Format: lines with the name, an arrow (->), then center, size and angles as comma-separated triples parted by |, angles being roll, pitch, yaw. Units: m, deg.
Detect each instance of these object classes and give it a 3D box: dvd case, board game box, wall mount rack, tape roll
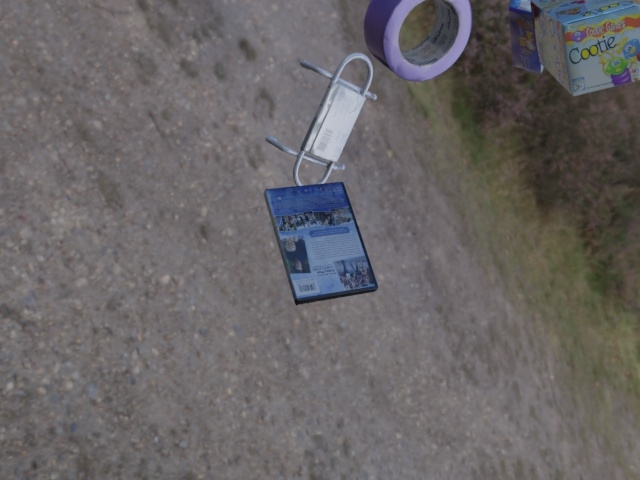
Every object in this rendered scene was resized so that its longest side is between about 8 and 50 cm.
dvd case -> 0.000, 0.000, 1.574 | 0.180, 0.022, 0.253 | -7, 66, -24
board game box -> 0.530, -0.573, 1.849 | 0.233, 0.078, 0.347 | -69, 162, -2
wall mount rack -> 0.033, -0.290, 1.910 | 0.304, 0.130, 0.350 | 15, 104, -45
tape roll -> 0.181, -0.398, 1.438 | 0.189, 0.189, 0.080 | 41, 6, -42
board game box -> 0.527, -0.405, 1.547 | 0.275, 0.144, 0.142 | -85, 161, -64
